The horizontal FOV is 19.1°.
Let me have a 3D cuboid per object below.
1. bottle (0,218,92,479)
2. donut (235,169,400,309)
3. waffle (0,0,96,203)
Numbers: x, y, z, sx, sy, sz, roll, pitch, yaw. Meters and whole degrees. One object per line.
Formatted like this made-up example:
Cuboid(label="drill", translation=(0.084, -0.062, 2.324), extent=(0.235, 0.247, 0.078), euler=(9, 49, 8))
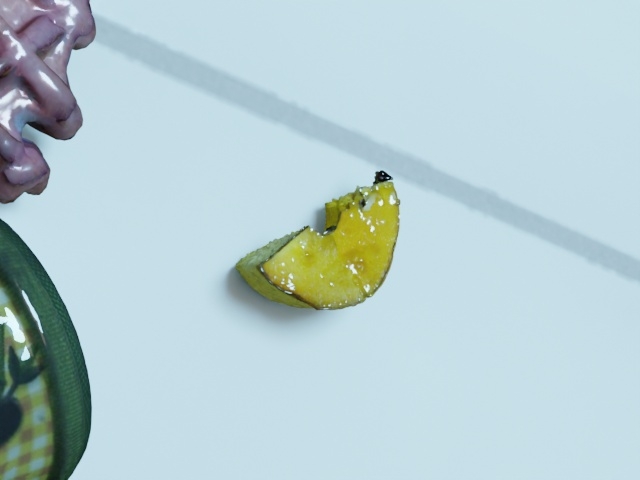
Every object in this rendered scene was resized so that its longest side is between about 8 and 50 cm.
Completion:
Cuboid(label="bottle", translation=(-0.217, 0.090, 0.671), extent=(0.271, 0.156, 0.143), euler=(-26, 127, -38))
Cuboid(label="donut", translation=(0.000, 0.000, 0.898), extent=(0.067, 0.038, 0.083), euler=(28, 61, -22))
Cuboid(label="waffle", translation=(-0.200, -0.102, 0.782), extent=(0.234, 0.055, 0.221), euler=(4, 77, -32))
